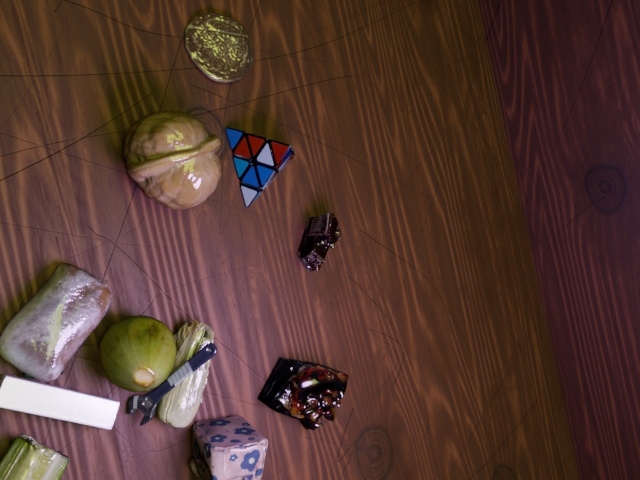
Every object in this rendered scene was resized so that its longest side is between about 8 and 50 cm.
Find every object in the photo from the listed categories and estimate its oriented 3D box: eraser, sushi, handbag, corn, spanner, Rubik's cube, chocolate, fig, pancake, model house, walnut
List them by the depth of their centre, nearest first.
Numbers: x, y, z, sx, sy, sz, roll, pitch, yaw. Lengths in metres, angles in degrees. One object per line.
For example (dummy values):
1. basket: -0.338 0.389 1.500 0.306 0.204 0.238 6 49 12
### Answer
1. chocolate: -0.693 0.208 1.490 0.185 0.100 0.303 37 62 -14
2. eraser: -0.694 0.428 1.492 0.298 0.078 0.076 25 70 -30
3. fig: -0.490 0.313 1.554 0.207 0.229 0.208 1 89 -48
4. spanner: -0.417 0.405 1.606 0.315 0.024 0.087 -39 63 0
5. handbag: -0.272 0.646 1.654 0.190 0.251 0.194 -1 93 -28
6. walnut: -0.426 -0.237 1.657 0.285 0.285 0.297 -29 106 -33
7. corn: -0.396 0.393 1.671 0.122 0.123 0.306 20 72 -29
8. Rubik's cube: -0.177 -0.306 1.851 0.284 0.234 0.250 -46 108 -29
9. sushi: -0.029 0.491 1.854 0.227 0.212 0.216 40 64 -22
10. pancake: -0.337 -0.650 1.910 0.249 0.031 0.250 6 79 -33
11. model house: 0.006 0.009 1.976 0.141 0.164 0.203 21 74 -25

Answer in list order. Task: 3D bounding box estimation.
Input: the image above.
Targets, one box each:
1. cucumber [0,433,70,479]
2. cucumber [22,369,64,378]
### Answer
1. cucumber: -0.773 0.656 1.397 0.145 0.105 0.326 51 56 -49
2. cucumber: -0.735 0.341 1.497 0.105 0.048 0.048 -7 87 -31
